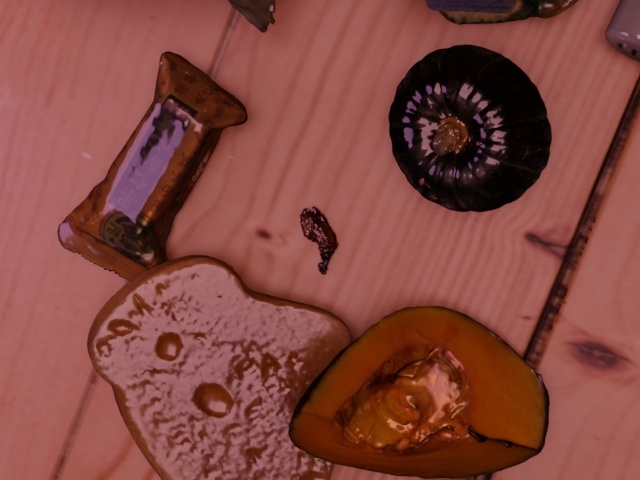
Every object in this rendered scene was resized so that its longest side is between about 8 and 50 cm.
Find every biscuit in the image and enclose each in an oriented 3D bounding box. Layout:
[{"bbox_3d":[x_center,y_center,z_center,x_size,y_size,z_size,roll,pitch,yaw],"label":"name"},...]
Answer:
[{"bbox_3d":[-0.098,0.168,1.904,0.287,0.057,0.344,-35,98,-1],"label":"biscuit"}]

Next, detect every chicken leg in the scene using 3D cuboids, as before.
[{"bbox_3d":[0.001,-0.002,1.918,0.036,0.021,0.083,-23,95,-4],"label":"chicken leg"}]

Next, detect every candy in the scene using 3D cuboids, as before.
[{"bbox_3d":[-0.194,-0.075,1.894,0.143,0.101,0.271,34,100,8],"label":"candy"}]

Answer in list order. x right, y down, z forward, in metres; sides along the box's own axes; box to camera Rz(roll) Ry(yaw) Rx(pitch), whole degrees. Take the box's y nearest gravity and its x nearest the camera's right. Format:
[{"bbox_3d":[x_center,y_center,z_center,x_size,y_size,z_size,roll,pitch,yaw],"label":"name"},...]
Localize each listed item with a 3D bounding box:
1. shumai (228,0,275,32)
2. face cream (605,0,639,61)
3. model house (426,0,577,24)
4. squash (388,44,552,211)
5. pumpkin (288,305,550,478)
[{"bbox_3d":[-0.132,-0.427,1.771,0.348,0.395,0.395,10,94,-19],"label":"shumai"},{"bbox_3d":[0.431,-0.353,1.837,0.143,0.089,0.314,28,87,4],"label":"face cream"},{"bbox_3d":[0.206,-0.392,1.740,0.261,0.266,0.321,1,101,13],"label":"model house"},{"bbox_3d":[0.170,-0.128,1.833,0.193,0.156,0.193,-6,72,20],"label":"squash"},{"bbox_3d":[0.096,0.178,1.874,0.312,0.148,0.169,11,57,-21],"label":"pumpkin"}]
